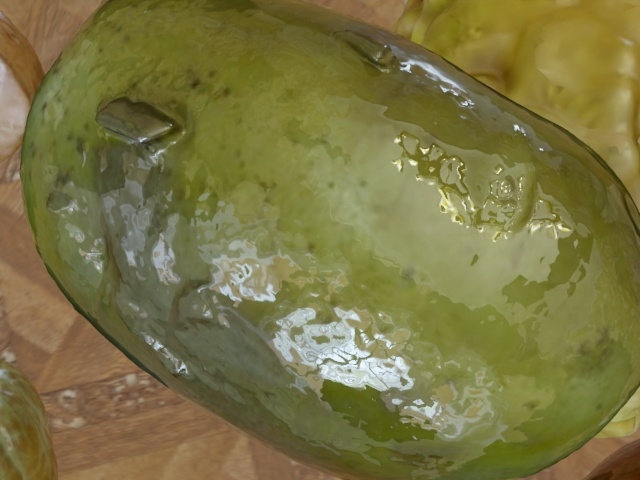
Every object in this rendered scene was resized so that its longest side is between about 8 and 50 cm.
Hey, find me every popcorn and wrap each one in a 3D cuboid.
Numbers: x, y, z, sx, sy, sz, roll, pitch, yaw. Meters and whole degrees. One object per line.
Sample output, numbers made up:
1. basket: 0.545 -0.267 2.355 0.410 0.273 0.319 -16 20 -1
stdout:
1. popcorn: 0.198 -0.061 0.923 0.344 0.354 0.390 2 101 22

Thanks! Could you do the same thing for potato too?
1. potato: -0.001 -0.001 0.465 0.228 0.197 0.148 34 64 3

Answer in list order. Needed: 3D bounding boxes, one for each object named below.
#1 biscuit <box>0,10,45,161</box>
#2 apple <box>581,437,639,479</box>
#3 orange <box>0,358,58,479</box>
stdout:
1. biscuit: -0.245 -0.073 0.578 0.250 0.165 0.036 6 41 8
2. apple: 0.336 0.282 1.010 0.301 0.301 0.301 3 81 -20
3. orange: -0.412 0.214 1.253 0.329 0.329 0.249 22 108 -16
